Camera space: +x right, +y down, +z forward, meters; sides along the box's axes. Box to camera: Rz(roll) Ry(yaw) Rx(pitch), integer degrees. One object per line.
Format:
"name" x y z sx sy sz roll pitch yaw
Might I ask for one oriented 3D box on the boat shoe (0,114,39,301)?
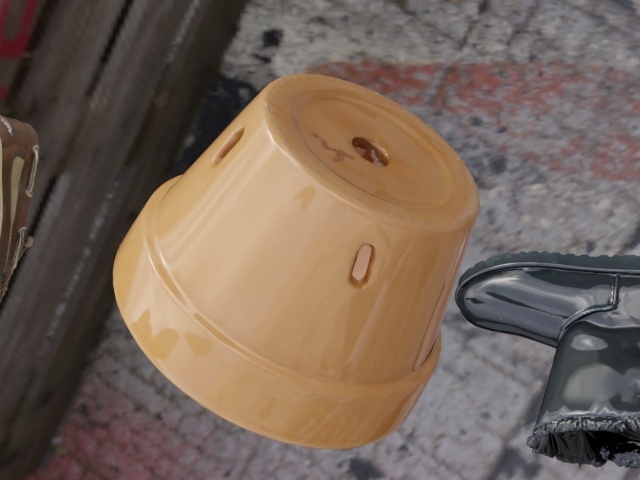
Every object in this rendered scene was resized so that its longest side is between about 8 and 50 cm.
"boat shoe" -0.304 0.011 1.262 0.095 0.095 0.257 27 112 35

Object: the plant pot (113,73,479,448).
"plant pot" 0.000 0.000 1.148 0.291 0.291 0.203 41 122 14

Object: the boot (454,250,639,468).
"boot" 0.113 0.055 0.627 0.121 0.099 0.045 -3 138 23
